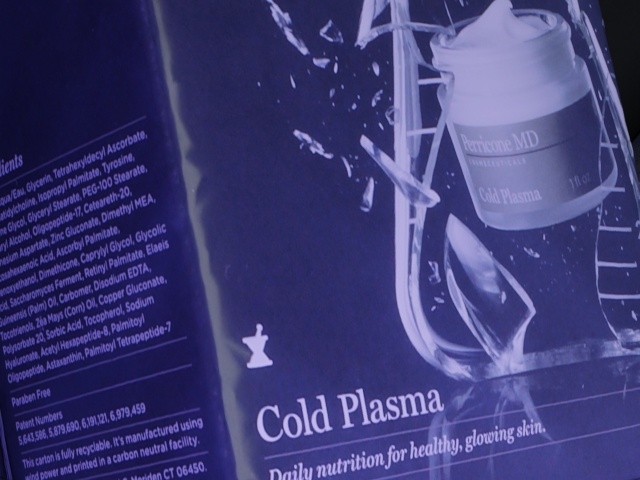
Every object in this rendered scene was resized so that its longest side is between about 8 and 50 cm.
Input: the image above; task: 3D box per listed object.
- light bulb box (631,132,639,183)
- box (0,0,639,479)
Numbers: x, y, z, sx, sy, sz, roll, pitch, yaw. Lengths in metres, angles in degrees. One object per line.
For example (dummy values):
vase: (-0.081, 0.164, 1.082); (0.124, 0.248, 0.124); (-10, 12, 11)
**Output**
light bulb box: (0.524, -0.022, 1.805); (0.358, 0.225, 0.361); (56, 49, -13)
box: (0.000, 0.000, 1.309); (0.479, 0.297, 0.472); (-5, 79, -41)
